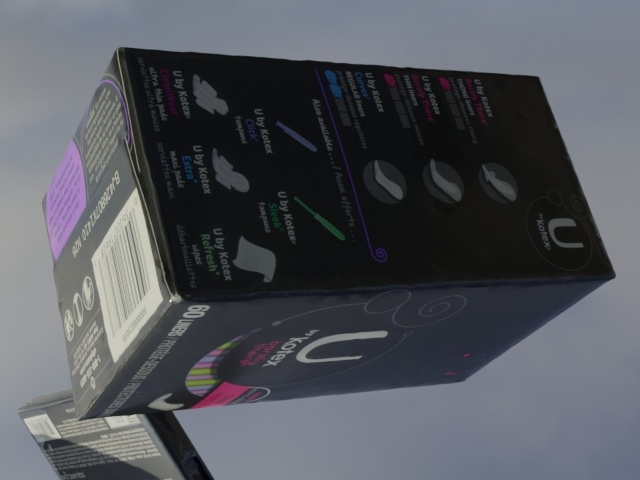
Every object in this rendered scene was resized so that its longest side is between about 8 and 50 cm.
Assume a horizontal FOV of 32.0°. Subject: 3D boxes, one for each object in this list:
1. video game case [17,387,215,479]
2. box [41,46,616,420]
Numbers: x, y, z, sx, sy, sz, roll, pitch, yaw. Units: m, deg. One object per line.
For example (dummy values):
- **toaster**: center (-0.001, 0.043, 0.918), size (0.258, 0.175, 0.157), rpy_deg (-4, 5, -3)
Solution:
- **video game case**: center (-0.122, 0.233, 0.883), size (0.026, 0.274, 0.196), rpy_deg (-38, -168, -39)
- **box**: center (0.000, 0.000, 0.637), size (0.270, 0.143, 0.165), rpy_deg (-2, 154, -30)
